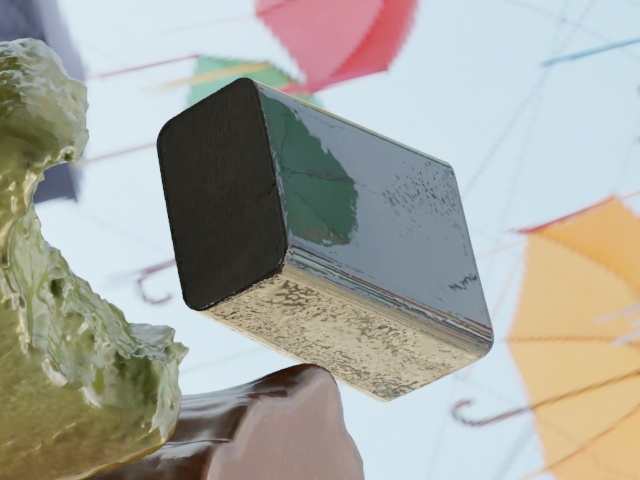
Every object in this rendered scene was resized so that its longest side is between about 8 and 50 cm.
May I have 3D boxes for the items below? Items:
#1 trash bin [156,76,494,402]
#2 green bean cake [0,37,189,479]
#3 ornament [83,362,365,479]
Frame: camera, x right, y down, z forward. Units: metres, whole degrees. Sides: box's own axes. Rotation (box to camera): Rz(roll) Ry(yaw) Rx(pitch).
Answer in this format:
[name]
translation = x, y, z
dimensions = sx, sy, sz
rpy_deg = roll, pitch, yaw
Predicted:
[trash bin]
translation = 0.000, 0.000, 1.368
dimensions = 0.115, 0.225, 0.165
rpy_deg = -28, -122, 29
[green bean cake]
translation = -0.202, 0.020, 1.066
dimensions = 0.233, 0.124, 0.236
rpy_deg = -11, -55, 5
[ornament]
translation = -0.106, 0.188, 1.255
dimensions = 0.217, 0.235, 0.221
rpy_deg = 0, -33, 32
